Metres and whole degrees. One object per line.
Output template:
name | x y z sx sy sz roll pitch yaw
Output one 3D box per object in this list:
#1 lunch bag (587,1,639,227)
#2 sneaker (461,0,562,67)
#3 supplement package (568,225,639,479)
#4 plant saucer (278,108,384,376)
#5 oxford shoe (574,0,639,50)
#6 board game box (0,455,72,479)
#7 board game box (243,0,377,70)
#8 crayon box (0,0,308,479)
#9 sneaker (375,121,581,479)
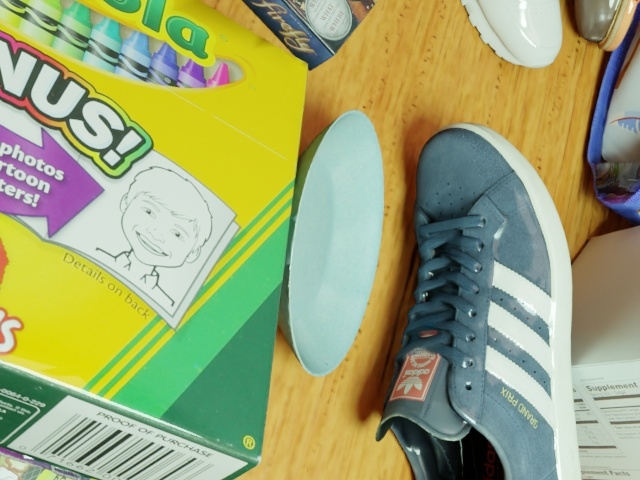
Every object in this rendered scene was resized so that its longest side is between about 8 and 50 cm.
lunch bag | 0.463 -0.135 0.991 0.327 0.239 0.386 29 82 -25
sneaker | 0.179 -0.275 0.917 0.090 0.094 0.235 -18 91 -35
supplement package | 0.328 0.138 0.856 0.263 0.198 0.199 51 59 -12
plant saucer | 0.000 0.000 0.732 0.195 0.037 0.195 9 90 -71
oxford shoe | 0.249 -0.366 0.989 0.132 0.130 0.364 -2 86 0
board game box | -0.272 0.124 0.572 0.346 0.056 0.208 9 79 -31
board game box | 0.007 -0.283 0.839 0.165 0.042 0.243 44 60 -17
crayon box | -0.190 -0.057 0.575 0.362 0.106 0.313 27 48 -25
sneaker | 0.105 0.080 0.767 0.148 0.131 0.350 -4 82 -37
